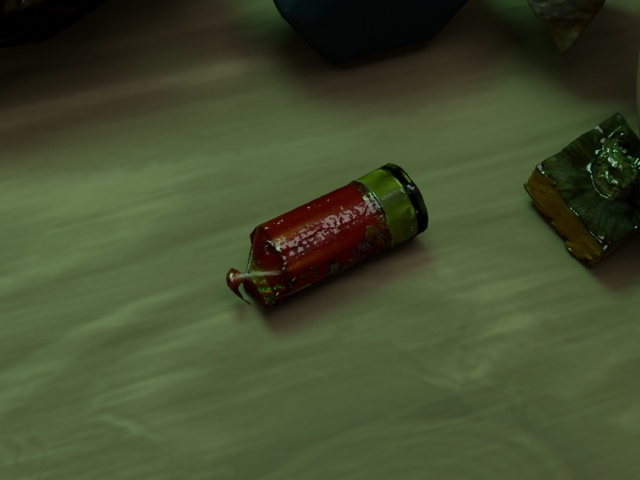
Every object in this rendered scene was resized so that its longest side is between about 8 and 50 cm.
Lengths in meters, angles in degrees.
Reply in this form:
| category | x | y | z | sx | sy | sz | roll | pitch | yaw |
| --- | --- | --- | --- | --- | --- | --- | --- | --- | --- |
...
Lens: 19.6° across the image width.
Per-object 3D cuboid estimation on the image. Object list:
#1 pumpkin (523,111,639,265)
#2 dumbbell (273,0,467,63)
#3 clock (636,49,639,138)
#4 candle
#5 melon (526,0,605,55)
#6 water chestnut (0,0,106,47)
| category | x | y | z | sx | sy | sz | roll | pitch | yaw |
| --- | --- | --- | --- | --- | --- | --- | --- | --- | --- |
| pumpkin | 0.182 | -0.034 | 1.169 | 0.083 | 0.054 | 0.074 | -32 | 72 | -27 |
| dumbbell | 0.000 | -0.278 | 1.241 | 0.144 | 0.156 | 0.316 | -28 | 62 | 13 |
| clock | 0.298 | -0.088 | 1.111 | 0.227 | 0.241 | 0.142 | -11 | 16 | -43 |
| candle | 0.000 | 0.000 | 1.132 | 0.131 | 0.052 | 0.052 | -27 | 66 | -19 |
| melon | 0.160 | -0.201 | 1.166 | 0.139 | 0.202 | 0.093 | 26 | 58 | -6 |
| water chestnut | -0.185 | -0.255 | 1.155 | 0.244 | 0.289 | 0.289 | 48 | 62 | -15 |
